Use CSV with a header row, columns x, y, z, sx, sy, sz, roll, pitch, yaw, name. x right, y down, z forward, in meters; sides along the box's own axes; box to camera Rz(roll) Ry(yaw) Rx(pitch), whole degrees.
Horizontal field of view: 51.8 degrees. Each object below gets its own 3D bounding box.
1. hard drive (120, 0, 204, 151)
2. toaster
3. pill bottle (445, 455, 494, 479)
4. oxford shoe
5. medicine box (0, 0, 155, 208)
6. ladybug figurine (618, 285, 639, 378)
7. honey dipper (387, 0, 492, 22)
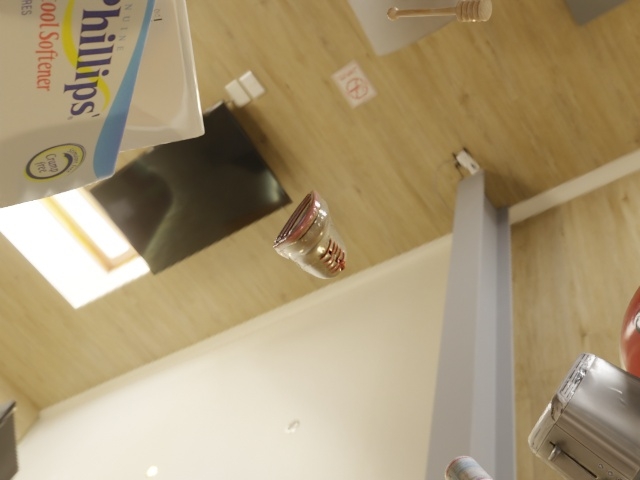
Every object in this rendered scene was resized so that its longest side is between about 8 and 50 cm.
x,y,z,sx,sy,sz,roll,pitch,yaw,name
-0.315,-0.285,1.015,0.233,0.353,0.047,-13,-127,-12,hard drive
0.399,0.257,0.932,0.227,0.147,0.129,-33,147,-44,toaster
0.363,0.577,1.531,0.087,0.087,0.160,-39,-160,-5,pill bottle
0.000,0.000,1.171,0.123,0.130,0.348,-54,179,-4,oxford shoe
-0.250,-0.208,0.460,0.149,0.289,0.263,-21,164,-32,medicine box
0.616,0.157,1.009,0.162,0.305,0.449,-24,159,-20,ladybug figurine
0.155,-0.309,0.891,0.161,0.030,0.030,16,-127,45,honey dipper
